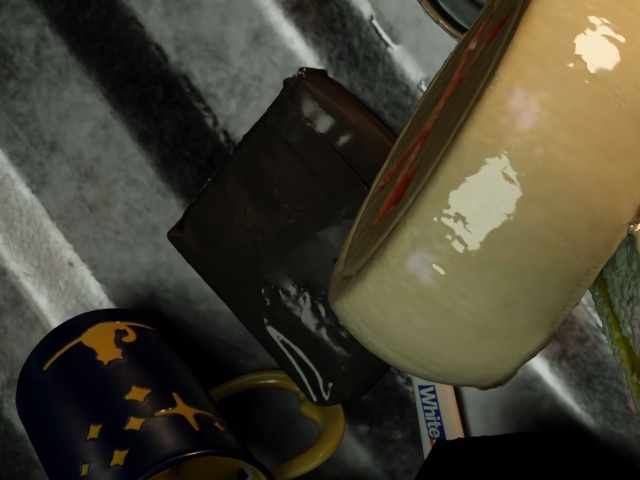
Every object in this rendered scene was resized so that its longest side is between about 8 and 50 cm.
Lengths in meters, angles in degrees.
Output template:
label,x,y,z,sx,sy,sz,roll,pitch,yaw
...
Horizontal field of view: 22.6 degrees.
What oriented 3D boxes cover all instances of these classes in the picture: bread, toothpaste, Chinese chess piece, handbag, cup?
label,x,y,z,sx,sy,sz,roll,pitch,yaw
bread,0.289,0.044,1.216,0.156,0.260,0.158,-29,73,28
toothpaste,0.106,0.146,1.456,0.052,0.033,0.218,-3,106,32
Chinese chess piece,0.138,-0.054,1.173,0.140,0.338,0.338,32,116,-5
handbag,0.000,0.000,1.414,0.247,0.080,0.223,48,118,16
cup,-0.130,0.193,1.468,0.256,0.255,0.178,50,124,50

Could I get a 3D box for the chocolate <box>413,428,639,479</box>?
label,x,y,z,sx,sy,sz,roll,pitch,yaw
chocolate,0.177,0.405,1.335,0.383,0.383,0.331,31,137,13

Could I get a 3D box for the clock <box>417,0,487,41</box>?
label,x,y,z,sx,sy,sz,roll,pitch,yaw
clock,0.171,-0.259,1.303,0.226,0.049,0.226,7,108,21
